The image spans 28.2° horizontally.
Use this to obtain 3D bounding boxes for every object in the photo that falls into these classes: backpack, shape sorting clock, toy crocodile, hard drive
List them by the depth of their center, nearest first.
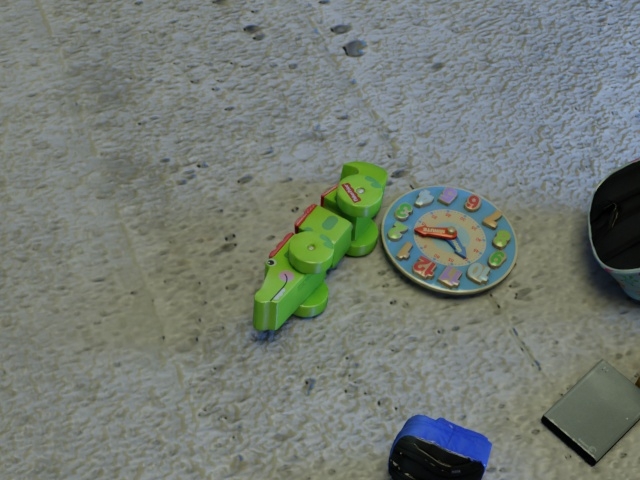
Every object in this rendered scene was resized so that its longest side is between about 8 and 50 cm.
[{"bbox_3d":[0.151,0.282,1.647,0.120,0.098,0.101,18,25,7],"label":"backpack"},{"bbox_3d":[0.380,0.235,1.748,0.135,0.022,0.094,-37,66,-28],"label":"hard drive"},{"bbox_3d":[0.000,0.000,1.823,0.105,0.115,0.340,27,53,19],"label":"toy crocodile"},{"bbox_3d":[0.522,-0.027,1.839,0.254,0.191,0.225,-21,47,27],"label":"backpack"},{"bbox_3d":[0.192,-0.005,1.891,0.206,0.040,0.206,3,54,-4],"label":"shape sorting clock"}]

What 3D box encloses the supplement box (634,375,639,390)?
[{"bbox_3d":[0.575,0.190,1.737,0.191,0.129,0.194,-30,62,-25],"label":"supplement box"}]
